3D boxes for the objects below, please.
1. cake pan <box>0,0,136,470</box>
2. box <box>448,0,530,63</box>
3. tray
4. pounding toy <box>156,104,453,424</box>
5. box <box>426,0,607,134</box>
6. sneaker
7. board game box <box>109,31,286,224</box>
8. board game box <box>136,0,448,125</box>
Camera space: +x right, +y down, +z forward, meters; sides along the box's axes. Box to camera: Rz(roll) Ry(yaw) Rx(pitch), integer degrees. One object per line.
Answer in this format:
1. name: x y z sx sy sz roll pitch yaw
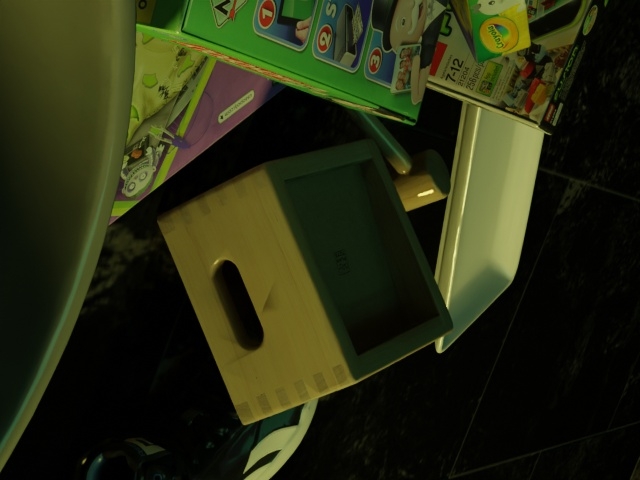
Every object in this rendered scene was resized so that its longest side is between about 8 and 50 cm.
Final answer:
1. cake pan: -0.149 -0.001 0.284 0.293 0.054 0.293 -45 148 -38
2. box: 0.087 -0.202 0.867 0.043 0.105 0.179 -19 147 -1
3. tray: 0.140 -0.046 1.203 0.145 0.030 0.270 -40 145 -46
4. pounding toy: -0.001 -0.010 0.866 0.206 0.094 0.181 -19 85 -58
5. box: 0.144 -0.188 0.981 0.036 0.114 0.207 13 100 -65
6. sneaker: -0.075 0.116 0.854 0.217 0.079 0.121 -60 156 -10
7. board game box: -0.056 -0.146 0.701 0.347 0.056 0.208 -43 143 -41
8. board game box: 0.020 -0.224 0.619 0.213 0.046 0.317 11 94 -60
